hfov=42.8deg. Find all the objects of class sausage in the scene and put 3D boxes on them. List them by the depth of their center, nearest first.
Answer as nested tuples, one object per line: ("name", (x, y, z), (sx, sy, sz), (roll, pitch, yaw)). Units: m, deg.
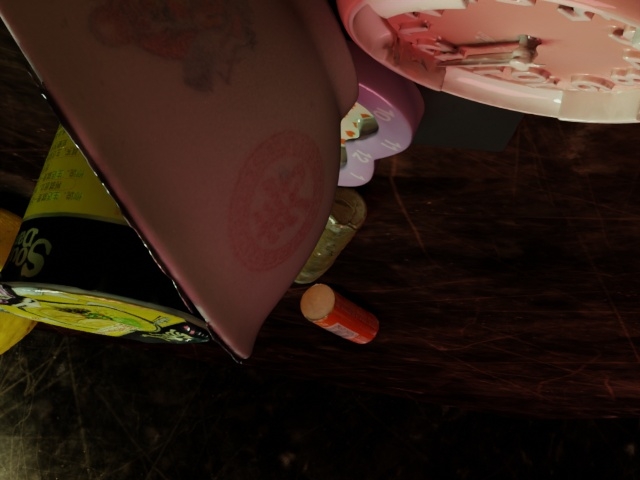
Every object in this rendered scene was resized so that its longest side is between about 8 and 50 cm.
("sausage", (0.052, 0.153, 1.595), (0.074, 0.074, 0.274), (-1, 162, 27))

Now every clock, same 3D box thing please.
("clock", (0.120, -0.153, 0.439), (0.227, 0.142, 0.241), (17, 173, -40))
("clock", (-0.007, -0.125, 0.690), (0.172, 0.064, 0.198), (27, 159, -8))

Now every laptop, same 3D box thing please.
("laptop", (0.119, -0.125, 0.729), (0.135, 0.016, 0.197), (7, 165, 1))

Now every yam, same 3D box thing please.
("yam", (0.000, 0.000, 1.112), (0.071, 0.067, 0.317), (23, 161, -5))

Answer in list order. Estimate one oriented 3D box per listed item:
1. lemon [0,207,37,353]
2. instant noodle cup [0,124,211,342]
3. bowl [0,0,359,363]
("lemon", (-0.554, 0.060, 1.244), (0.310, 0.254, 0.253), (0, 163, 40))
("instant noodle cup", (-0.192, -0.030, 0.796), (0.215, 0.236, 0.215), (7, 163, 2))
("bowl", (-0.078, -0.109, 0.516), (0.157, 0.346, 0.345), (-33, 164, -6))
